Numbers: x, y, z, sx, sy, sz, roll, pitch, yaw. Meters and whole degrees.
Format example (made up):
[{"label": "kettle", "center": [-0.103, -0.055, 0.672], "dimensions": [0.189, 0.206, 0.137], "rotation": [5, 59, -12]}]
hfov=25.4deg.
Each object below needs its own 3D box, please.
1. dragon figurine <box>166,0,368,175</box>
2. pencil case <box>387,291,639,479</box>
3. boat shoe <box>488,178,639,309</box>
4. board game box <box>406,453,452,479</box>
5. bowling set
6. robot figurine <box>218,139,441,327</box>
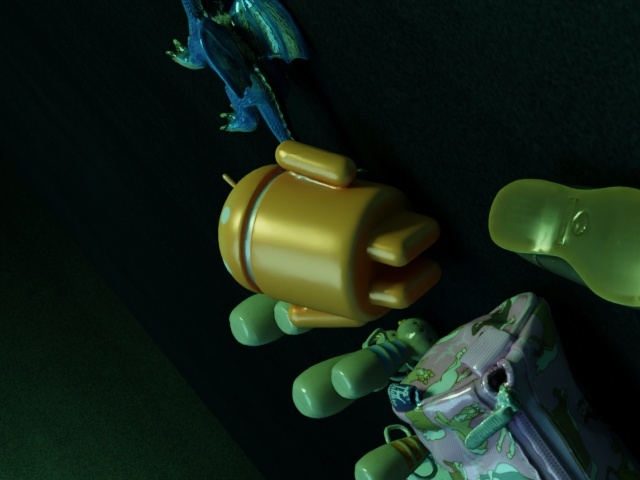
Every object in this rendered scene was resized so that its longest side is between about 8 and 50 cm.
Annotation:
[{"label": "dragon figurine", "center": [-0.067, -0.169, 1.277], "dimensions": [0.289, 0.085, 0.144], "rotation": [54, 165, 8]}, {"label": "pencil case", "center": [0.220, 0.234, 1.159], "dimensions": [0.160, 0.167, 0.386], "rotation": [-32, 94, 42]}, {"label": "boat shoe", "center": [0.194, 0.002, 0.924], "dimensions": [0.073, 0.073, 0.207], "rotation": [20, -175, -28]}, {"label": "board game box", "center": [0.223, 0.350, 1.495], "dimensions": [0.303, 0.097, 0.224], "rotation": [32, 153, 52]}, {"label": "bowling set", "center": [0.052, 0.096, 1.445], "dimensions": [0.287, 0.154, 0.200], "rotation": [49, 145, 22]}, {"label": "robot figurine", "center": [0.000, 0.002, 1.287], "dimensions": [0.219, 0.128, 0.158], "rotation": [14, 160, 31]}]
